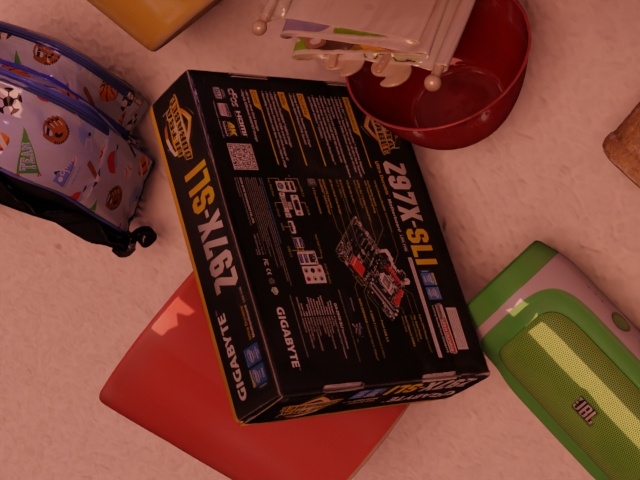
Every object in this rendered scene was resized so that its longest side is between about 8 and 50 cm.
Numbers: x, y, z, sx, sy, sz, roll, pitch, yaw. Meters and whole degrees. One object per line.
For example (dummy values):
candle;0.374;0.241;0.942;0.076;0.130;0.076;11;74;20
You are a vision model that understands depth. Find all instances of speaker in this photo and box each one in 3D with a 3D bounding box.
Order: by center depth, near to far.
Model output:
speaker;0.275;0.142;1.197;0.296;0.131;0.131;47;111;8

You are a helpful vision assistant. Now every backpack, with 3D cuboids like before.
backpack;-0.322;-0.116;1.309;0.276;0.263;0.213;12;86;18

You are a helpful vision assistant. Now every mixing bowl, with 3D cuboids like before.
mixing bowl;0.125;-0.156;1.202;0.181;0.098;0.181;-10;57;16

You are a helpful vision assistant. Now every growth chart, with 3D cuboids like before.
growth chart;0.044;-0.231;1.206;0.237;0.021;0.172;21;70;30

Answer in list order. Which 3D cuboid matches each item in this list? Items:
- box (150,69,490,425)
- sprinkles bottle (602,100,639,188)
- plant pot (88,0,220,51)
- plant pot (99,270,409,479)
box;0.000;0.000;1.156;0.079;0.257;0.322;-36;64;43
sprinkles bottle;0.407;-0.184;1.095;0.121;0.121;0.355;41;110;10
plant pot;-0.185;-0.332;1.246;0.254;0.254;0.239;-35;101;22
plant pot;-0.047;0.132;1.260;0.243;0.275;0.275;40;110;0
